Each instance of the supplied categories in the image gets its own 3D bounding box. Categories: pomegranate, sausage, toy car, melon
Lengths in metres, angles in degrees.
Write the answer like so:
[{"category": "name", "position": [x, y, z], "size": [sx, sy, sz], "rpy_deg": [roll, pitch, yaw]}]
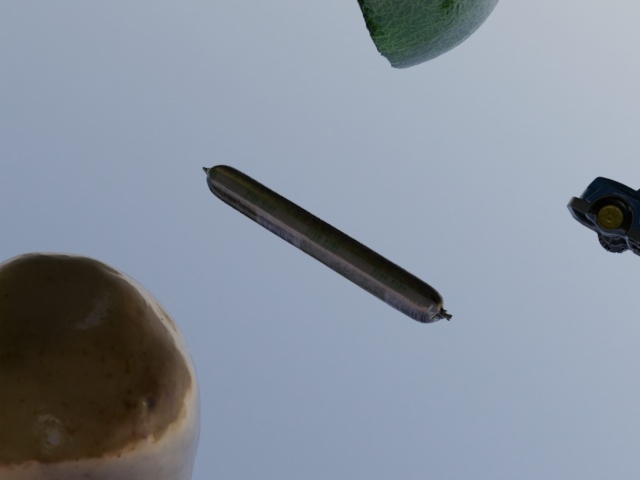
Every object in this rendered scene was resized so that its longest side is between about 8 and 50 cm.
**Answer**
[{"category": "pomegranate", "position": [-0.336, 0.205, 1.646], "size": [0.412, 0.411, 0.411], "rpy_deg": [15, -154, -8]}, {"category": "sausage", "position": [0.000, 0.000, 1.164], "size": [0.269, 0.032, 0.033], "rpy_deg": [31, -151, 27]}, {"category": "toy car", "position": [0.368, -0.017, 1.516], "size": [0.191, 0.100, 0.097], "rpy_deg": [30, 178, 20]}, {"category": "melon", "position": [0.118, -0.322, 1.564], "size": [0.169, 0.265, 0.129], "rpy_deg": [-13, -164, 14]}]
